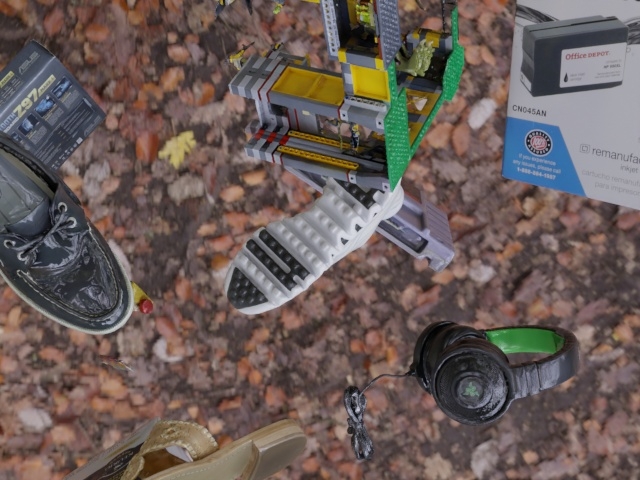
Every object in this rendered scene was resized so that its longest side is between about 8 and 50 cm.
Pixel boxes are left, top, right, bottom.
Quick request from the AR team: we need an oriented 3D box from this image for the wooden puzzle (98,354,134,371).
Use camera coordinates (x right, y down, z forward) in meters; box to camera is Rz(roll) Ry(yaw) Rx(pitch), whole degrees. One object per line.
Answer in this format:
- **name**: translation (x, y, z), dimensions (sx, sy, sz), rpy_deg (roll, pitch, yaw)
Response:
- **wooden puzzle**: translation (-0.375, 0.226, 1.814), dimensions (0.049, 0.083, 0.006), rpy_deg (46, 58, -44)

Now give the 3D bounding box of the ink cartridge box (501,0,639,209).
- **ink cartridge box**: translation (0.417, -0.260, 1.330), dimensions (0.166, 0.285, 0.395), rpy_deg (-15, 114, -42)

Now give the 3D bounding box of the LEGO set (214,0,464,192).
- **LEGO set**: translation (0.010, -0.215, 0.936), dimensions (0.192, 0.255, 0.331), rpy_deg (16, 152, 21)

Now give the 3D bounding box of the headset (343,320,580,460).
- **headset**: translation (0.231, 0.238, 1.611), dimensions (0.394, 0.243, 0.185), rpy_deg (-11, 99, -8)

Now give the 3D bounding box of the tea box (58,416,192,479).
- **tea box**: translation (-0.275, 0.434, 1.185), dimensions (0.329, 0.323, 0.220), rpy_deg (-33, 102, 2)

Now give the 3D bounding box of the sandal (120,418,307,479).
- **sandal**: translation (-0.126, 0.201, 0.917), dimensions (0.240, 0.079, 0.088), rpy_deg (-12, 138, -41)

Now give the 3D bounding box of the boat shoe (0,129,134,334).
- **boat shoe**: translation (-0.352, -0.030, 1.172), dimensions (0.127, 0.113, 0.340), rpy_deg (-36, 84, -14)

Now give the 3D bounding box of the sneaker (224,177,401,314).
- **sneaker**: translation (0.000, 0.000, 1.331), dimensions (0.292, 0.110, 0.118), rpy_deg (-40, 159, 0)

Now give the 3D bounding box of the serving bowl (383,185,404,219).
- **serving bowl**: translation (0.084, -0.057, 1.470), dimensions (0.083, 0.027, 0.083), rpy_deg (0, 136, 0)

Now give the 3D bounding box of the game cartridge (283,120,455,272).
- **game cartridge**: translation (0.073, -0.097, 1.695), dimensions (0.355, 0.230, 0.068), rpy_deg (34, 112, -8)

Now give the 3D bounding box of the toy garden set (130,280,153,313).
- **toy garden set**: translation (-0.435, 0.057, 1.844), dimensions (0.204, 0.049, 0.244), rpy_deg (-3, 133, 34)

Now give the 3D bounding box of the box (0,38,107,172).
- **box**: translation (-0.444, -0.156, 1.452), dimensions (0.232, 0.059, 0.183), rpy_deg (-50, 158, -8)
